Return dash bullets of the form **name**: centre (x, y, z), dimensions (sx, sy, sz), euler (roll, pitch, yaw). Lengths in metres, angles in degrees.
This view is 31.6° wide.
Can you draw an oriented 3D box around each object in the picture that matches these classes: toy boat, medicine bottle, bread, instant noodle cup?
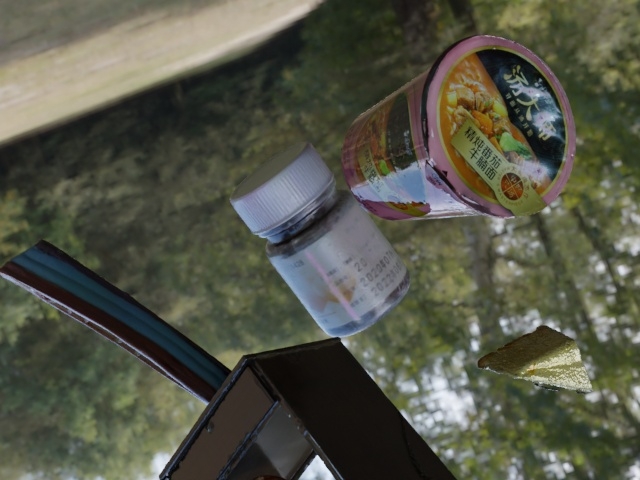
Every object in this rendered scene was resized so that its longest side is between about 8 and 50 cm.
- **toy boat**: centre (-0.287, 0.117, 1.596), dimensions (0.079, 0.392, 0.136), euler (-54, 164, -13)
- **medicine bottle**: centre (0.000, 0.000, 1.712), dimensions (0.165, 0.273, 0.165), euler (-35, -165, 11)
- **bread**: centre (0.253, 0.159, 1.327), dimensions (0.109, 0.080, 0.084), euler (-25, -163, -19)
- **instant noodle cup**: centre (0.159, -0.121, 1.469), dimensions (0.244, 0.243, 0.255), euler (-26, -175, -31)

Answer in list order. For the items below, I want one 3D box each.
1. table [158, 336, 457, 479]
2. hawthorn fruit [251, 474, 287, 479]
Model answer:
- **table**: centre (-0.015, 0.317, 1.464), dimensions (0.196, 0.282, 0.250), euler (-4, 137, -51)
- **hawthorn fruit**: centre (-0.054, 0.290, 1.088), dimensions (0.128, 0.128, 0.128), euler (-21, -172, 3)
